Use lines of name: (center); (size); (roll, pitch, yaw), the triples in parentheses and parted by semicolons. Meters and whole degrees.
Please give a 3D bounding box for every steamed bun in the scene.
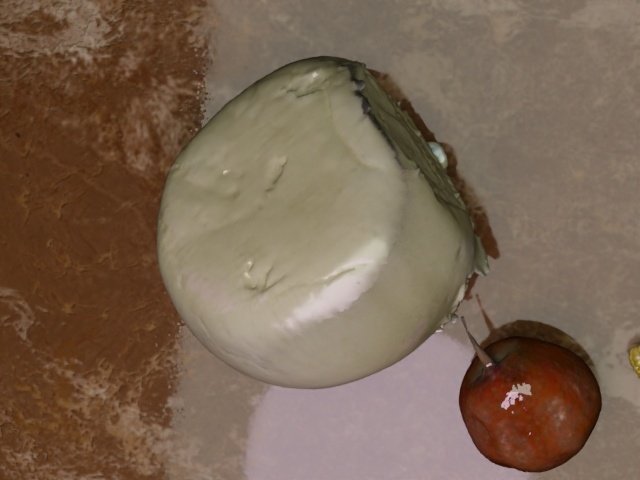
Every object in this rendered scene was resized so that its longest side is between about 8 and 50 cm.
steamed bun: (0.000, 0.000, 1.765); (0.312, 0.233, 0.333); (-31, 49, 18)

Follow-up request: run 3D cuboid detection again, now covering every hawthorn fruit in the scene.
hawthorn fruit: (0.205, 0.170, 1.781); (0.149, 0.189, 0.149); (-13, 71, 42)

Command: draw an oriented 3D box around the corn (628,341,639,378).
corn: (0.404, 0.159, 1.806); (0.085, 0.063, 0.165); (-39, 87, -15)
